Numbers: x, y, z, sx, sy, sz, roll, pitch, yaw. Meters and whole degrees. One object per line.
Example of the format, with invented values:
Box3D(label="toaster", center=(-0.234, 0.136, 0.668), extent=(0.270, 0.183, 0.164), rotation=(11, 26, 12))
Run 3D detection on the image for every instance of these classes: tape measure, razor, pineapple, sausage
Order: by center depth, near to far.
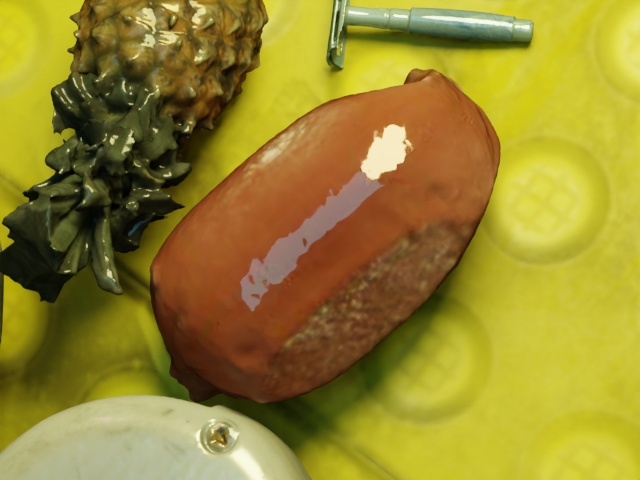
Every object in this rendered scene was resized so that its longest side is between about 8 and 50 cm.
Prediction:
Box3D(label="tape measure", center=(-0.115, 0.221, 0.982), extent=(0.265, 0.130, 0.258), rotation=(-37, 71, 1))
Box3D(label="sausage", center=(0.000, 0.000, 0.999), extent=(0.254, 0.148, 0.148), rotation=(-41, 73, 8))
Box3D(label="pineapple", center=(-0.124, -0.075, 1.024), extent=(0.128, 0.128, 0.248), rotation=(14, 62, 14))
Box3D(label="razor", center=(0.074, -0.145, 1.075), extent=(0.135, 0.040, 0.068), rotation=(5, 79, 8))

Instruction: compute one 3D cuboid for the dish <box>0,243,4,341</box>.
Box3D(label="dish", center=(-0.346, 0.060, 1.070), extent=(0.324, 0.124, 0.324), rotation=(-4, 69, 10))
